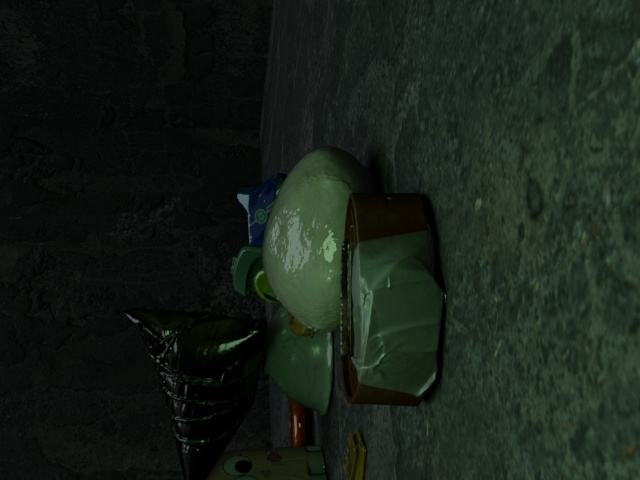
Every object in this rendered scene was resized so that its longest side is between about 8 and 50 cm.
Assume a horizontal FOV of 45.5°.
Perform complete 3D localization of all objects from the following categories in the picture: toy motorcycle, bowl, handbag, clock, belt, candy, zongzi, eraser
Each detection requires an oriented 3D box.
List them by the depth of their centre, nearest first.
[{"bbox_3d":[0.080,0.071,0.936,0.184,0.105,0.261,131,141,-81],"label":"belt"},{"bbox_3d":[0.000,0.000,1.204,0.295,0.185,0.295,180,90,-88],"label":"candy"},{"bbox_3d":[0.061,0.380,1.337,0.061,0.027,0.083,-109,23,-68],"label":"handbag"},{"bbox_3d":[-0.260,0.354,1.695,0.383,0.319,0.362,75,-156,-46],"label":"zongzi"},{"bbox_3d":[-0.133,0.556,1.756,0.171,0.291,0.087,-103,14,-57],"label":"eraser"},{"bbox_3d":[-0.063,0.253,1.776,0.313,0.146,0.313,178,90,-82],"label":"bowl"},{"bbox_3d":[-0.105,-0.032,1.785,0.191,0.200,0.326,-47,-28,-60],"label":"toy motorcycle"},{"bbox_3d":[-0.056,0.496,2.055,0.205,0.051,0.205,179,90,-83],"label":"clock"}]

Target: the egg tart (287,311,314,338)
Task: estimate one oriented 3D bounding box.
[{"bbox_3d":[-0.009,0.053,1.507,0.295,0.116,0.294,-179,90,-80],"label":"egg tart"}]
